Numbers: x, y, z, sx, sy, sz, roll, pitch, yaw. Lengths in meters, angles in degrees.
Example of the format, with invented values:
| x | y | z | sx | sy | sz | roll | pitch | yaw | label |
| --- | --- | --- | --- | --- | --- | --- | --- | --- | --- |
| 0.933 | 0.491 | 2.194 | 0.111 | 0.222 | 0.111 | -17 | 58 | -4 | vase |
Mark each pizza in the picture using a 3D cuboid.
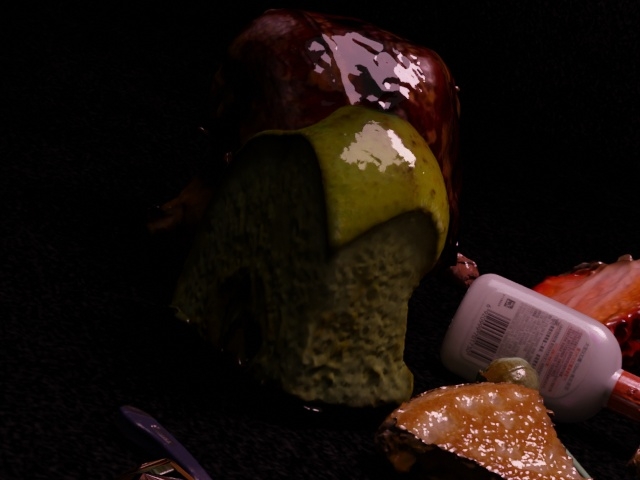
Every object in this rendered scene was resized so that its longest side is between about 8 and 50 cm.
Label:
| x | y | z | sx | sy | sz | roll | pitch | yaw | label |
| --- | --- | --- | --- | --- | --- | --- | --- | --- | --- |
| 0.153 | 0.190 | 1.432 | 0.188 | 0.062 | 0.199 | -9 | 35 | -38 | pizza |

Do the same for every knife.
| x | y | z | sx | sy | sz | roll | pitch | yaw | label |
| --- | --- | --- | --- | --- | --- | --- | --- | --- | --- |
| -0.111 | 0.155 | 1.284 | 0.031 | 0.018 | 0.121 | 15 | 14 | -45 | knife |

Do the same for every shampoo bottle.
| x | y | z | sx | sy | sz | roll | pitch | yaw | label |
| --- | --- | --- | --- | --- | --- | --- | --- | --- | --- |
| 0.230 | 0.119 | 1.700 | 0.221 | 0.108 | 0.051 | 25 | -6 | 17 | shampoo bottle |

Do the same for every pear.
| x | y | z | sx | sy | sz | roll | pitch | yaw | label |
| --- | --- | --- | --- | --- | --- | --- | --- | --- | --- |
| 0.000 | 0.000 | 1.546 | 0.164 | 0.255 | 0.238 | 8 | 13 | -35 | pear |

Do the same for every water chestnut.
| x | y | z | sx | sy | sz | roll | pitch | yaw | label |
| --- | --- | --- | --- | --- | --- | --- | --- | --- | --- |
| -0.019 | -0.078 | 1.788 | 0.347 | 0.335 | 0.335 | -11 | 16 | 0 | water chestnut |

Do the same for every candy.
| x | y | z | sx | sy | sz | roll | pitch | yaw | label |
| --- | --- | --- | --- | --- | --- | --- | --- | --- | --- |
| 0.203 | 0.173 | 1.598 | 0.061 | 0.061 | 0.202 | 11 | 25 | -32 | candy |

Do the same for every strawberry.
| x | y | z | sx | sy | sz | roll | pitch | yaw | label |
| --- | --- | --- | --- | --- | --- | --- | --- | --- | --- |
| 0.287 | 0.107 | 1.839 | 0.190 | 0.111 | 0.236 | -4 | 21 | 38 | strawberry |

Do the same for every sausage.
| x | y | z | sx | sy | sz | roll | pitch | yaw | label |
| --- | --- | --- | --- | --- | --- | --- | --- | --- | --- |
| 0.135 | 0.015 | 2.109 | 0.036 | 0.042 | 0.158 | -28 | 32 | -17 | sausage |

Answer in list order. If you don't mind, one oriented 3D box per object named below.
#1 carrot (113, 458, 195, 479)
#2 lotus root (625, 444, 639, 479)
| x | y | z | sx | sy | sz | roll | pitch | yaw | label |
| --- | --- | --- | --- | --- | --- | --- | --- | --- | --- |
| -0.119 | 0.189 | 1.070 | 0.069 | 0.069 | 0.228 | 21 | 15 | 6 | carrot |
| 0.341 | 0.219 | 1.555 | 0.150 | 0.062 | 0.073 | 24 | 15 | 22 | lotus root |
